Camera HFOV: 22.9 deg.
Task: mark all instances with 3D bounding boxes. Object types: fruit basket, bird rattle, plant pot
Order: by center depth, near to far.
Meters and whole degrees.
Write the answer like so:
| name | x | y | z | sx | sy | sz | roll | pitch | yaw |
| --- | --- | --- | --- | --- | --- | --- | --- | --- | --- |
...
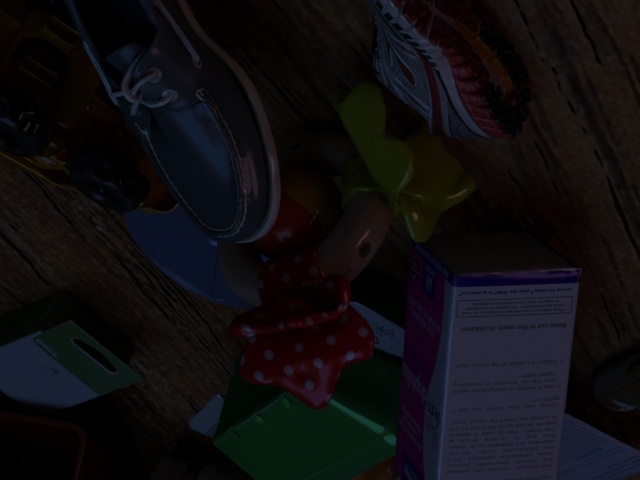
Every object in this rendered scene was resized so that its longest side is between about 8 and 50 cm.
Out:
| name | x | y | z | sx | sy | sz | roll | pitch | yaw |
| --- | --- | --- | --- | --- | --- | --- | --- | --- | --- |
| bird rattle | 0.000 | 0.000 | 1.275 | 0.143 | 0.253 | 0.207 | 32 | 175 | -38 |
| fruit basket | 0.094 | 0.183 | 1.531 | 0.353 | 0.165 | 0.327 | 22 | 146 | -21 |
| plant pot | -0.357 | 0.340 | 1.842 | 0.267 | 0.267 | 0.236 | 7 | 170 | 22 |

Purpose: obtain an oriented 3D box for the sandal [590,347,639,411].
| name | x | y | z | sx | sy | sz | roll | pitch | yaw |
| --- | --- | --- | --- | --- | --- | --- | --- | --- | --- |
| sandal | 0.297 | 0.117 | 1.383 | 0.072 | 0.049 | 0.180 | 33 | 142 | -9 |

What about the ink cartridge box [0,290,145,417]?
| name | x | y | z | sx | sy | sz | roll | pitch | yaw |
| --- | --- | --- | --- | --- | --- | --- | --- | --- | --- |
| ink cartridge box | -0.277 | 0.120 | 1.707 | 0.109 | 0.062 | 0.209 | 44 | 139 | -23 |

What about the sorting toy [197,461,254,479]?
| name | x | y | z | sx | sy | sz | roll | pitch | yaw |
| --- | --- | --- | --- | --- | --- | --- | --- | --- | --- |
| sorting toy | -0.014 | 0.284 | 1.642 | 0.193 | 0.038 | 0.208 | 26 | -173 | 17 |

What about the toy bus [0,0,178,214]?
| name | x | y | z | sx | sy | sz | roll | pitch | yaw |
| --- | --- | --- | --- | --- | --- | --- | --- | --- | --- |
| toy bus | -0.218 | -0.108 | 1.348 | 0.220 | 0.149 | 0.211 | 32 | 157 | -15 |

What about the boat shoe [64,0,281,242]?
| name | x | y | z | sx | sy | sz | roll | pitch | yaw |
| --- | --- | --- | --- | --- | --- | --- | --- | --- | --- |
| boat shoe | -0.138 | -0.133 | 1.191 | 0.116 | 0.099 | 0.319 | -22 | 95 | 37 |

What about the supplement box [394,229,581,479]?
| name | x | y | z | sx | sy | sz | roll | pitch | yaw |
| --- | --- | --- | --- | --- | --- | --- | --- | --- | --- |
| supplement box | 0.135 | 0.113 | 1.312 | 0.114 | 0.111 | 0.220 | -3 | 107 | -15 |

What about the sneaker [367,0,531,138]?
| name | x | y | z | sx | sy | sz | roll | pitch | yaw |
| --- | --- | --- | --- | --- | --- | --- | --- | --- | --- |
| sneaker | 0.065 | -0.153 | 1.164 | 0.093 | 0.088 | 0.225 | -7 | 132 | 38 |

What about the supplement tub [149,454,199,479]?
| name | x | y | z | sx | sy | sz | roll | pitch | yaw |
| --- | --- | --- | --- | --- | --- | --- | --- | --- | --- |
| supplement tub | -0.074 | 0.394 | 1.779 | 0.316 | 0.228 | 0.228 | 24 | 143 | 2 |

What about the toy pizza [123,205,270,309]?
| name | x | y | z | sx | sy | sz | roll | pitch | yaw |
| --- | --- | --- | --- | --- | --- | --- | --- | --- | --- |
| toy pizza | -0.090 | -0.011 | 1.469 | 0.201 | 0.032 | 0.201 | 16 | 141 | 14 |
